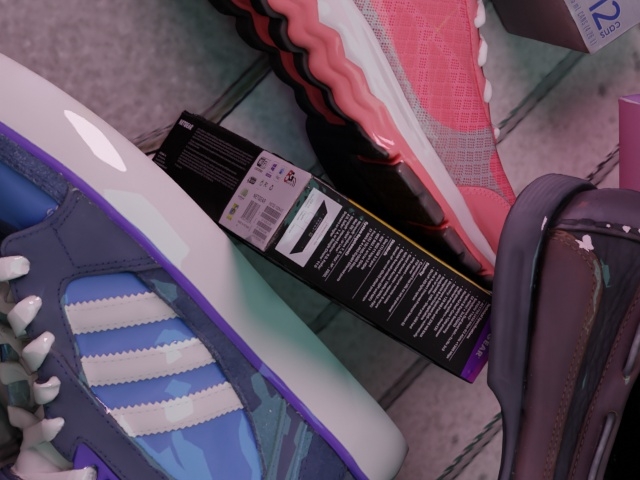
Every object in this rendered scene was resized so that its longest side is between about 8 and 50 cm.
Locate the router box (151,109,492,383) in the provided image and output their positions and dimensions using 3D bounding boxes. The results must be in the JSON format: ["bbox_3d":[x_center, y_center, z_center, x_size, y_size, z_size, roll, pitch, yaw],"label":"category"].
[{"bbox_3d":[0.000,0.000,0.991,0.133,0.179,0.046,34,89,-27],"label":"router box"}]

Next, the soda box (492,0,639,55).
[{"bbox_3d":[0.093,-0.241,1.022,0.091,0.098,0.286,-34,113,-11],"label":"soda box"}]

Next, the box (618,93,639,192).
[{"bbox_3d":[0.289,0.023,1.054,0.243,0.117,0.214,-9,105,-22],"label":"box"}]

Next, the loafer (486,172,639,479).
[{"bbox_3d":[0.136,0.120,0.941,0.109,0.095,0.303,-30,124,-52],"label":"loafer"}]

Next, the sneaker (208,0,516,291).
[{"bbox_3d":[0.046,-0.109,1.023,0.136,0.116,0.314,-41,114,-12],"label":"sneaker"}]

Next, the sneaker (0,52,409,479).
[{"bbox_3d":[-0.131,0.090,0.966,0.236,0.130,0.323,-47,108,-10],"label":"sneaker"}]
